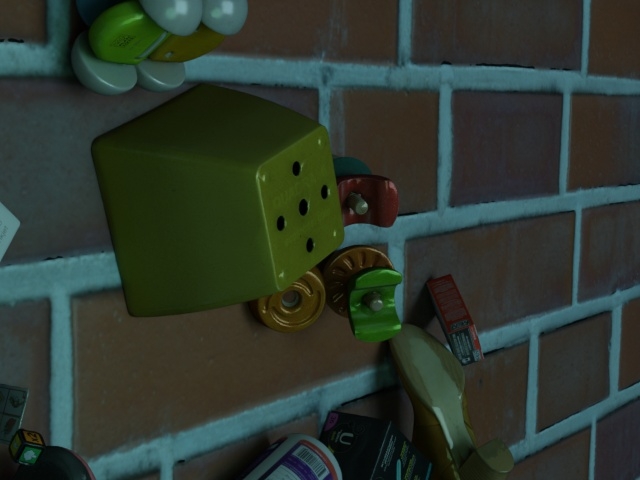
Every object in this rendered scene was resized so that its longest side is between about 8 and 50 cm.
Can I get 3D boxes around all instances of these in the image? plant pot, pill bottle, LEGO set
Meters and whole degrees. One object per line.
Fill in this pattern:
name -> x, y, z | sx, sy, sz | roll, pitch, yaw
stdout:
plant pot -> -0.095, -0.041, 1.492 | 0.212, 0.187, 0.212 | -37, 125, -49
pill bottle -> -0.065, 0.328, 1.664 | 0.193, 0.108, 0.108 | -36, 124, -49
LEGO set -> -0.315, 0.203, 1.150 | 0.060, 0.244, 0.182 | 20, 78, -35

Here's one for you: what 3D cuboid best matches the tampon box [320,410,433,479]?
tampon box -> 0.069, 0.329, 1.880 | 0.161, 0.101, 0.120 | 50, 54, -48

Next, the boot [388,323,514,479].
boot -> 0.157, 0.291, 2.000 | 0.104, 0.295, 0.211 | -14, 147, -35

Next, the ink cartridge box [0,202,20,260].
ink cartridge box -> -0.400, -0.014, 1.079 | 0.278, 0.117, 0.201 | 52, 52, -46

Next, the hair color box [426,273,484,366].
hair color box -> 0.203, 0.120, 2.045 | 0.141, 0.043, 0.072 | -107, 178, -56

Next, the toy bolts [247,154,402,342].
toy bolts -> 0.000, 0.000, 1.746 | 0.218, 0.158, 0.228 | -3, 111, -17

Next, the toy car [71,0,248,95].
toy car -> -0.179, -0.240, 1.396 | 0.182, 0.159, 0.136 | -14, 72, -56

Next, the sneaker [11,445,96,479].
sneaker -> -0.245, 0.323, 1.405 | 0.136, 0.116, 0.313 | -55, 145, -54
